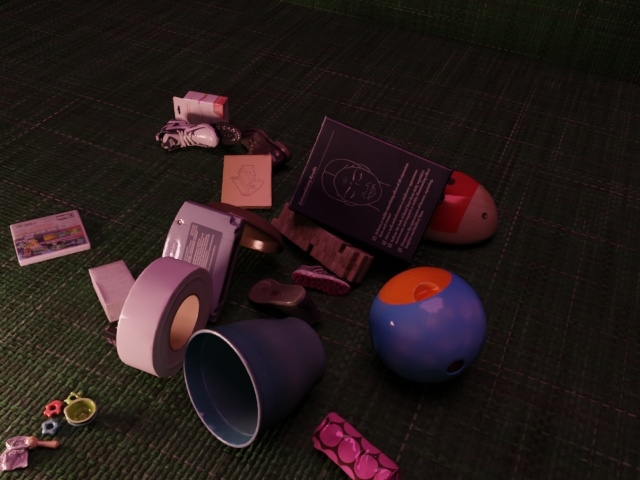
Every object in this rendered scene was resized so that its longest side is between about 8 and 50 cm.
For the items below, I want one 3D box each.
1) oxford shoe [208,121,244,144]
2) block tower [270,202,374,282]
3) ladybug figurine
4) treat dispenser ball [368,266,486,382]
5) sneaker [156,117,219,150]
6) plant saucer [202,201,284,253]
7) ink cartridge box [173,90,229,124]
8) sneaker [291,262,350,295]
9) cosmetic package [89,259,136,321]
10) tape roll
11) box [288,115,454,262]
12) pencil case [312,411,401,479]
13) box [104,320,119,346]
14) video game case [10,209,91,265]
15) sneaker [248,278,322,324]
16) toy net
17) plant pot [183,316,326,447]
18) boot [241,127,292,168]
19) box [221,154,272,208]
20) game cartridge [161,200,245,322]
[{"bbox_3d":[-0.340,-0.402,2.395,0.096,0.082,0.227,-22,27,-36],"label":"oxford shoe"},{"bbox_3d":[0.000,0.000,1.958,0.336,0.097,0.091,34,12,34],"label":"block tower"},{"bbox_3d":[0.365,-0.141,2.135,0.450,0.161,0.305,19,43,16],"label":"ladybug figurine"},{"bbox_3d":[0.264,0.209,1.627,0.289,0.288,0.288,3,41,-2],"label":"treat dispenser ball"},{"bbox_3d":[-0.493,-0.366,2.368,0.235,0.094,0.153,25,46,22],"label":"sneaker"},{"bbox_3d":[-0.228,-0.039,1.889,0.278,0.278,0.041,17,72,14],"label":"plant saucer"},{"bbox_3d":[-0.455,-0.501,2.508,0.198,0.115,0.067,12,42,7],"label":"ink cartridge box"},{"bbox_3d":[0.007,0.105,1.893,0.171,0.063,0.074,14,38,7],"label":"sneaker"},{"bbox_3d":[-0.548,0.133,1.763,0.099,0.060,0.239,-18,28,-21],"label":"cosmetic package"},{"bbox_3d":[-0.372,0.187,1.599,0.100,0.286,0.286,17,42,13],"label":"tape roll"},{"bbox_3d":[0.154,-0.154,1.947,0.396,0.293,0.212,25,11,8],"label":"box"},{"bbox_3d":[0.074,0.480,1.451,0.209,0.095,0.098,34,69,33],"label":"pencil case"},{"bbox_3d":[-0.508,0.233,1.705,0.062,0.052,0.083,20,44,17],"label":"box"},{"bbox_3d":[-0.817,-0.011,1.981,0.202,0.023,0.183,-16,45,-23],"label":"video game case"},{"bbox_3d":[-0.101,0.177,1.801,0.222,0.118,0.083,7,53,47],"label":"sneaker"},{"bbox_3d":[-0.627,0.423,1.480,0.232,0.045,0.122,-29,51,-33],"label":"toy net"},{"bbox_3d":[-0.133,0.300,1.522,0.255,0.271,0.272,-16,43,-43],"label":"plant pot"},{"bbox_3d":[-0.255,-0.287,2.308,0.263,0.091,0.229,28,53,34],"label":"boot"},{"bbox_3d":[-0.243,-0.197,2.185,0.165,0.021,0.201,-1,63,1],"label":"box"},{"bbox_3d":[-0.330,0.052,1.772,0.198,0.297,0.062,20,11,19],"label":"game cartridge"}]
